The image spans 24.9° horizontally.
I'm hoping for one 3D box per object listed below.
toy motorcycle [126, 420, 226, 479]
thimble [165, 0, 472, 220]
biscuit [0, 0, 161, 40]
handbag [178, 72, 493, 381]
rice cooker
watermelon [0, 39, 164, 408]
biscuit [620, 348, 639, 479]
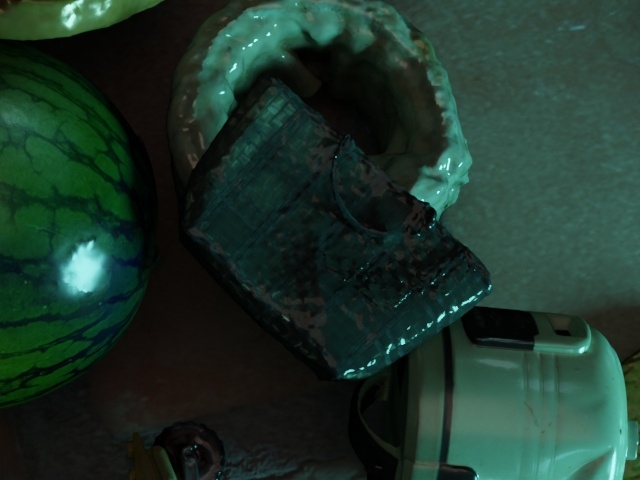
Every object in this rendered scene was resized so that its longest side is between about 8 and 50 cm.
[{"bbox_3d":[-0.141,0.276,1.304,0.130,0.094,0.229,-6,69,-6],"label":"toy motorcycle"},{"bbox_3d":[-0.001,-0.090,1.376,0.291,0.195,0.291,1,75,-3],"label":"thimble"},{"bbox_3d":[-0.301,-0.278,1.347,0.365,0.385,0.062,4,117,2],"label":"biscuit"},{"bbox_3d":[0.000,0.000,1.220,0.270,0.088,0.175,44,82,0],"label":"handbag"},{"bbox_3d":[0.147,0.168,1.303,0.244,0.226,0.226,3,73,-1],"label":"rice cooker"},{"bbox_3d":[-0.313,-0.017,1.251,0.363,0.363,0.363,2,73,-5],"label":"watermelon"},{"bbox_3d":[0.379,0.214,1.405,0.262,0.037,0.262,2,72,-5],"label":"biscuit"}]
